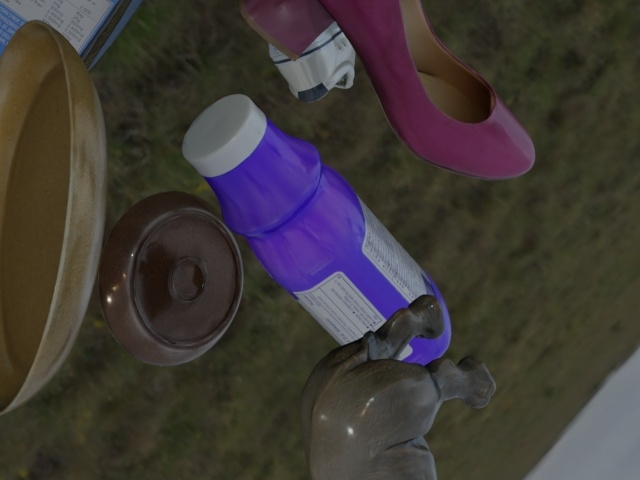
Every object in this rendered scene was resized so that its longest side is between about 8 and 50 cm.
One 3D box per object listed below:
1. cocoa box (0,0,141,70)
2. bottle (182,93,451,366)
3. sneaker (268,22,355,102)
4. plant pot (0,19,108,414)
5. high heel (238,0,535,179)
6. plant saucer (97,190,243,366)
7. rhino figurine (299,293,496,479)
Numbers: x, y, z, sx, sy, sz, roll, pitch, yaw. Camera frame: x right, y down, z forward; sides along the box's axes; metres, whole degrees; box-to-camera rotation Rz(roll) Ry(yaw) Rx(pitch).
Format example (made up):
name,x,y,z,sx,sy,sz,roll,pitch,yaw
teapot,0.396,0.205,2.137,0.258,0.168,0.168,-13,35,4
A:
name,x,y,z,sx,sy,sz,roll,pitch,yaw
cocoa box,-0.314,-0.266,1.200,0.228,0.231,0.347,-50,-168,18
bottle,0.000,0.000,0.951,0.092,0.118,0.283,-35,126,11
sneaker,0.004,-0.222,1.400,0.094,0.091,0.258,-11,-165,24
plant pot,-0.175,-0.013,0.708,0.032,0.236,0.236,6,134,-29
high heel,0.117,-0.188,1.137,0.377,0.127,0.181,26,133,-31
plant saucer,-0.132,0.037,1.118,0.029,0.168,0.168,4,-148,46
rhino figurine,0.033,0.158,0.647,0.106,0.073,0.243,-16,115,-42
